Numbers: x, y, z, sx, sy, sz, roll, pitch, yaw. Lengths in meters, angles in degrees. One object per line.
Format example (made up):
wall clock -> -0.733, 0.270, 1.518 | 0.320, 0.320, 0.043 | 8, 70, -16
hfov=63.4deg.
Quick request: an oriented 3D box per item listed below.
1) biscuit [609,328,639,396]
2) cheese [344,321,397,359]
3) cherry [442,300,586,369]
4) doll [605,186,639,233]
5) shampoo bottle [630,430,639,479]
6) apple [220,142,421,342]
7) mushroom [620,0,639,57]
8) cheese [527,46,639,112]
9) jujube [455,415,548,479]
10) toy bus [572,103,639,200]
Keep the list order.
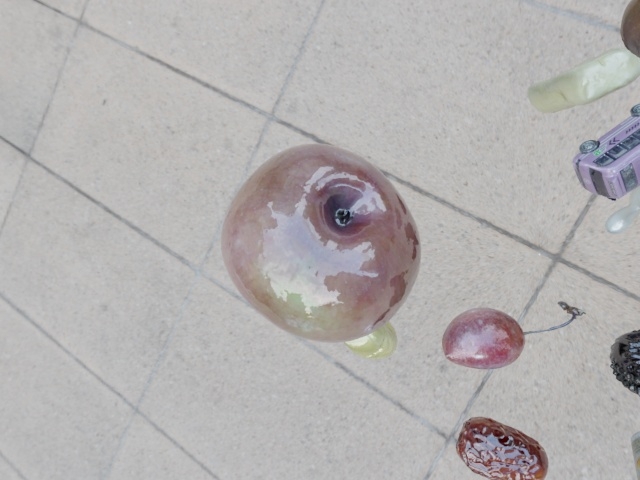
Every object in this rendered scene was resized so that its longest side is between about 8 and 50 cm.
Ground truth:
biscuit -> 0.518, 0.181, 0.739 | 0.195, 0.194, 0.053 | 0, 108, 23
cheese -> 0.128, 0.240, 1.514 | 0.117, 0.214, 0.225 | -42, 54, 17
cherry -> 0.279, 0.136, 0.778 | 0.226, 0.107, 0.090 | -12, 83, -22
doll -> 0.854, -0.157, 1.248 | 0.243, 0.311, 0.159 | -12, 71, -11
shampoo bottle -> 0.957, 0.670, 1.505 | 0.056, 0.227, 0.086 | 20, 134, 3
apple -> 0.000, 0.000, 0.766 | 0.306, 0.235, 0.305 | 5, 65, -11
mushroom -> 0.476, -0.307, 0.735 | 0.052, 0.123, 0.123 | -15, 82, -7
cheese -> 0.601, -0.360, 1.181 | 0.159, 0.263, 0.092 | -28, 97, -1
jujube -> 0.365, 0.428, 1.044 | 0.176, 0.112, 0.109 | 19, 52, 17
toy bus -> 0.579, -0.164, 0.952 | 0.199, 0.096, 0.108 | -37, 34, 7
